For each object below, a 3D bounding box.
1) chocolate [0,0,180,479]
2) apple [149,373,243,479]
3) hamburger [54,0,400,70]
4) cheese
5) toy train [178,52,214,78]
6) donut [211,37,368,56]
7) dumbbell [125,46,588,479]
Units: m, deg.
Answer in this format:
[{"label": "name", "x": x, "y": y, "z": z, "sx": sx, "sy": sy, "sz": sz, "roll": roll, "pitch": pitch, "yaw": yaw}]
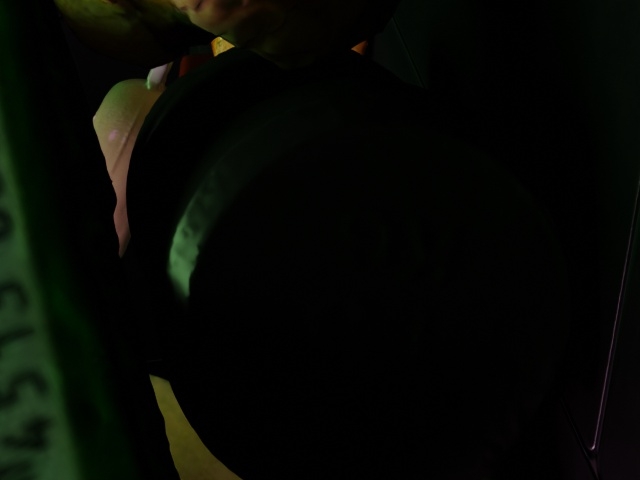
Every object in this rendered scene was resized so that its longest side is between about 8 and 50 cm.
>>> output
[{"label": "chocolate", "x": -0.164, "y": 0.086, "z": 0.765, "sx": 0.341, "sy": 0.161, "sz": 0.360, "roll": 94, "pitch": 161, "yaw": -64}, {"label": "apple", "x": -0.087, "y": 0.251, "z": 1.201, "sx": 0.360, "sy": 0.320, "sz": 0.312, "roll": 144, "pitch": 122, "yaw": -67}, {"label": "hamburger", "x": -0.013, "y": -0.206, "z": 0.775, "sx": 0.209, "sy": 0.162, "sz": 0.330, "roll": 79, "pitch": -155, "yaw": -59}, {"label": "cheese", "x": -0.162, "y": -0.099, "z": 1.266, "sx": 0.163, "sy": 0.070, "sz": 0.249, "roll": -73, "pitch": 8, "yaw": -57}, {"label": "toy train", "x": -0.106, "y": -0.059, "z": 1.656, "sx": 0.232, "sy": 0.163, "sz": 0.369, "roll": -87, "pitch": -2, "yaw": -47}, {"label": "donut", "x": -0.038, "y": -0.241, "z": 1.199, "sx": 0.303, "sy": 0.110, "sz": 0.303, "roll": 174, "pitch": 90, "yaw": -81}, {"label": "dumbbell", "x": 0.000, "y": 0.000, "z": 0.794, "sx": 0.322, "sy": 0.203, "sz": 0.204, "roll": -128, "pitch": 32, "yaw": -74}]
